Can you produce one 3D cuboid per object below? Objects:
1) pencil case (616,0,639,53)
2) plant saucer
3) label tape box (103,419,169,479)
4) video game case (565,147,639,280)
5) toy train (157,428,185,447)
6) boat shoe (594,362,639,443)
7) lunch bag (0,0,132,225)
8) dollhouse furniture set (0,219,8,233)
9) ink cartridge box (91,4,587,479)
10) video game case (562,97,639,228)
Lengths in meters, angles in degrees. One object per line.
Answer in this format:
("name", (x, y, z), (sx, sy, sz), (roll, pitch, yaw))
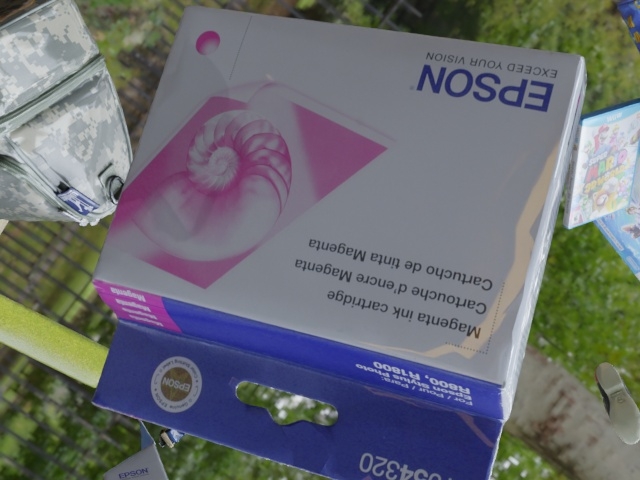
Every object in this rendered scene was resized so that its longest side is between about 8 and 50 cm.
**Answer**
("pencil case", (0.523, -0.223, 1.293), (0.119, 0.306, 0.133), (-31, -176, -29))
("plant saucer", (-0.312, 0.122, 1.107), (0.045, 0.188, 0.188), (-63, -171, -14))
("label tape box", (-0.302, 0.512, 1.607), (0.348, 0.115, 0.249), (-129, -143, -49))
("video game case", (0.619, -0.070, 1.709), (0.244, 0.269, 0.061), (-31, -160, 34))
("toy train", (-0.174, 0.240, 1.345), (0.036, 0.027, 0.158), (-22, -166, 40))
("boat shoe", (0.483, 0.265, 1.549), (0.049, 0.137, 0.043), (-20, 159, 4))
("lunch bag", (-0.388, -0.140, 1.159), (0.305, 0.256, 0.212), (0, -144, 37))
("dollhouse furniture set", (-0.661, -0.086, 1.591), (0.161, 0.242, 0.212), (75, 34, -56))
("ink cartridge box", (0.000, 0.000, 0.706), (0.071, 0.324, 0.330), (45, 59, -67))
("video game case", (0.389, -0.105, 1.305), (0.119, 0.166, 0.015), (-18, -145, -25))
